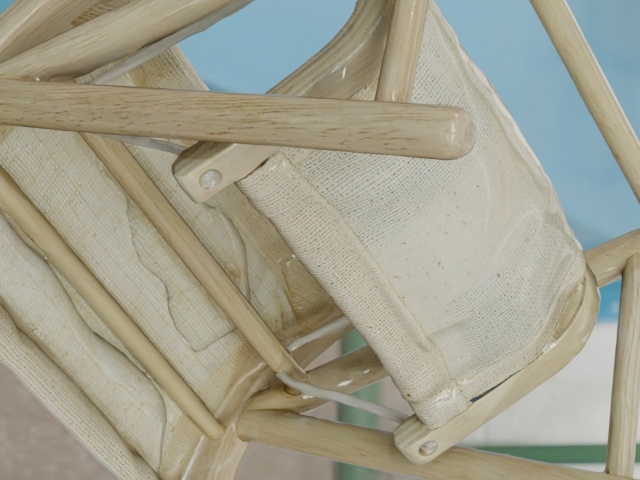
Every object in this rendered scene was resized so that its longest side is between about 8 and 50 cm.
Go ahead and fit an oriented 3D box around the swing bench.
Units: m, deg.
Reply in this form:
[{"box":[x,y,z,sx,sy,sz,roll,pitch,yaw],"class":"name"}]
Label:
[{"box":[0.000,0.000,0.822,0.253,0.254,0.165,55,36,-42],"class":"swing bench"}]
